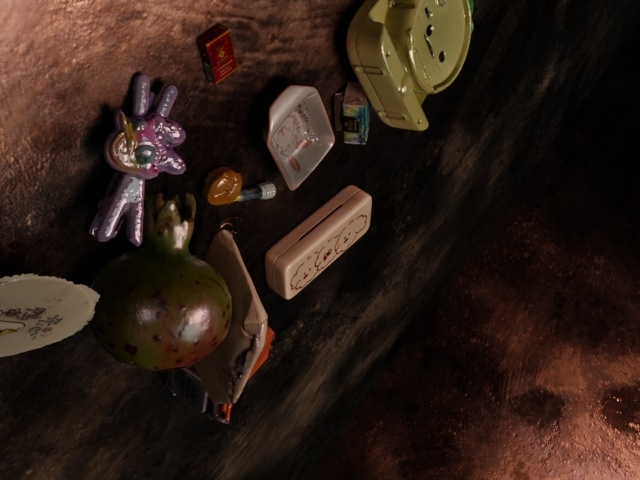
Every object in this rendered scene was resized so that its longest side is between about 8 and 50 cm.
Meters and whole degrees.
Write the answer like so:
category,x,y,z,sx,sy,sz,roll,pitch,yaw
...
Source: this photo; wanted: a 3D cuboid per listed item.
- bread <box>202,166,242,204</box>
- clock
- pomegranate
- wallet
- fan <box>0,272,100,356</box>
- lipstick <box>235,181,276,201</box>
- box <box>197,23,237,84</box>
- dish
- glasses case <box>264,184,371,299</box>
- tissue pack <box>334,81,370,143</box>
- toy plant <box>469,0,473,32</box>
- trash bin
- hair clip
category,x,y,z,sx,sy,sz,roll,pitch,yaw
bread,-0.188,-0.103,1.191,0.081,0.046,0.083,-51,155,-5
clock,0.214,-0.441,1.337,0.348,0.117,0.286,-57,138,-16
pomegranate,-0.290,0.078,1.073,0.242,0.242,0.306,-27,102,-45
wallet,-0.192,0.154,1.222,0.068,0.275,0.335,2,131,-34
fan,-0.500,0.102,0.845,0.233,0.012,0.414,-39,149,22
lipstick,-0.144,-0.097,1.288,0.116,0.037,0.037,-16,134,-47
box,-0.168,-0.305,1.020,0.051,0.023,0.082,-45,152,-24
dish,-0.059,-0.221,1.255,0.154,0.064,0.234,-50,154,-13
glasses case,0.000,0.000,1.596,0.336,0.076,0.144,-41,150,-29
tissue pack,0.070,-0.287,1.398,0.111,0.079,0.085,84,15,-53
toy plant,0.280,-0.494,1.507,0.240,0.088,0.155,-42,140,-5
trash bin,-0.216,0.284,1.447,0.238,0.184,0.161,-35,148,-47
hair clip,-0.280,-0.108,0.963,0.137,0.090,0.278,13,109,-37
